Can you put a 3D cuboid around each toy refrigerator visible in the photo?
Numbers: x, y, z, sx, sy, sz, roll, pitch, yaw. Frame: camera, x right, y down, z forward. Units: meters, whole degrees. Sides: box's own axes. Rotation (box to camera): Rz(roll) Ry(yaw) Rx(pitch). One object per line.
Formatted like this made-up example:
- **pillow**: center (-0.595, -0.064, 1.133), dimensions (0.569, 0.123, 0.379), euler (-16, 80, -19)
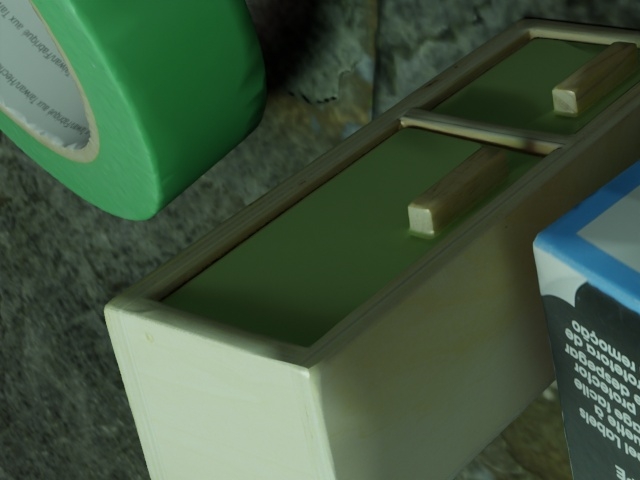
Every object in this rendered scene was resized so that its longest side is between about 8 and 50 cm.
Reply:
- **toy refrigerator**: center (0.051, 0.002, 0.619), dimensions (0.102, 0.269, 0.094), euler (14, 127, 39)

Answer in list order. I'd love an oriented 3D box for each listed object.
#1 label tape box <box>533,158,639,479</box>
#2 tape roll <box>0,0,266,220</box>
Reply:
- **label tape box**: center (0.220, 0.152, 0.582), dimensions (0.249, 0.115, 0.347), euler (35, 149, 45)
- **tape roll**: center (-0.163, -0.155, 0.784), dimensions (0.321, 0.077, 0.321), euler (43, 163, 17)
